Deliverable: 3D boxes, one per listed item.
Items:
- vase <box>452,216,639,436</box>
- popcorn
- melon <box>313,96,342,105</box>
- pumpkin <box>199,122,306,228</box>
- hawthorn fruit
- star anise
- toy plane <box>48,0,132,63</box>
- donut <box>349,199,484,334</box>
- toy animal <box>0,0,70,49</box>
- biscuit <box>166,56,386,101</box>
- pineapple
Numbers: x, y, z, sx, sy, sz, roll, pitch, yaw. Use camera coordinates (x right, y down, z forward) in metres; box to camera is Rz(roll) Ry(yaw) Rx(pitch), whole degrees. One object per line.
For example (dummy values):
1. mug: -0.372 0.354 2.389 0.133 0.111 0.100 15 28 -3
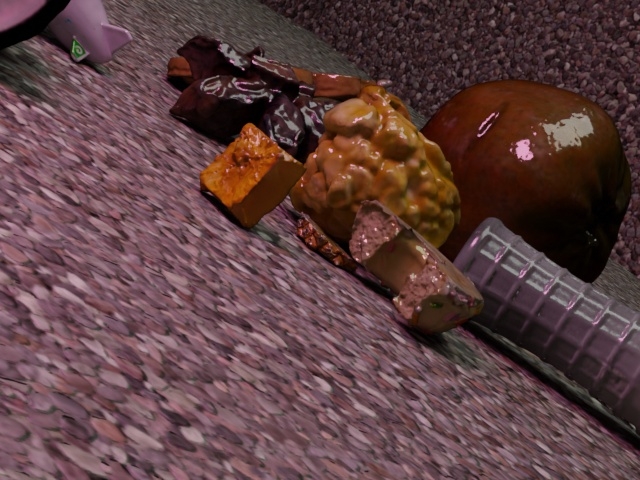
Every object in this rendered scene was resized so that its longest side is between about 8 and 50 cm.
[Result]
1. vase: 0.271 0.098 1.604 0.299 0.143 0.143 32 9 12
2. popcorn: 0.058 -0.054 1.601 0.140 0.163 0.194 34 -27 52
3. melon: 0.013 -0.124 1.937 0.099 0.099 0.162 38 6 26
4. pumpkin: -0.063 -0.057 1.432 0.074 0.083 0.054 45 0 43
5. hawthorn fruit: 0.224 -0.069 1.904 0.301 0.268 0.267 29 5 39
6. star anise: -0.063 -0.153 1.769 0.220 0.099 0.214 15 33 -28
7. toy plane: -0.274 -0.271 1.692 0.174 0.080 0.174 31 44 -36
8. donut: 0.094 0.037 1.486 0.108 0.065 0.166 36 9 -43
9. toy animal: -0.307 -0.270 1.421 0.187 0.165 0.235 10 17 -8
10. biscuit: -0.055 -0.200 1.985 0.288 0.044 0.202 7 2 -32
11. pineapple: 0.000 0.000 1.524 0.083 0.019 0.045 44 11 35
